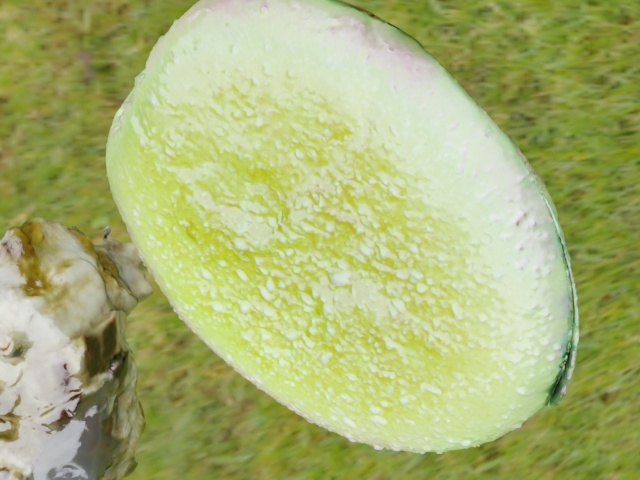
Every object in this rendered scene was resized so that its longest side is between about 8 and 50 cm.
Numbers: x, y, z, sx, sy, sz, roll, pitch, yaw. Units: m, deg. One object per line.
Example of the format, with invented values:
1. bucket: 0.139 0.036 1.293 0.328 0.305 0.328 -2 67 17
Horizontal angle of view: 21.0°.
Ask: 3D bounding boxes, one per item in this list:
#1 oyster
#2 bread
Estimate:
1. oyster: -0.218 0.146 1.163 0.133 0.197 0.337 41 113 47
2. bread: 0.003 0.005 0.929 0.301 0.045 0.301 24 138 24
